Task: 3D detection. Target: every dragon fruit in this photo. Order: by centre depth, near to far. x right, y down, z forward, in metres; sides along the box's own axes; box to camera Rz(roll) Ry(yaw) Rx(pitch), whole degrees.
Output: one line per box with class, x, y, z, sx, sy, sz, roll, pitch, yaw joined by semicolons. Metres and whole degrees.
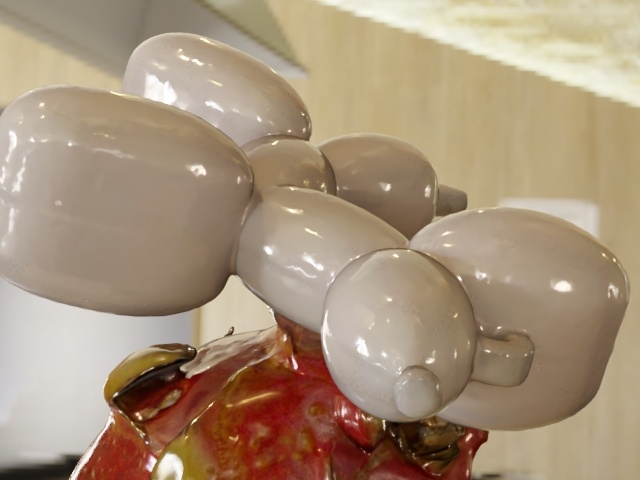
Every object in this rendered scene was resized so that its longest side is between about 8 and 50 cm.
dragon fruit;-0.043;0.128;0.519;0.125;0.246;0.125;27;3;-15

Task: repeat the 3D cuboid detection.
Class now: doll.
doll;0.000;0.000;0.419;0.160;0.059;0.161;18;18;6
